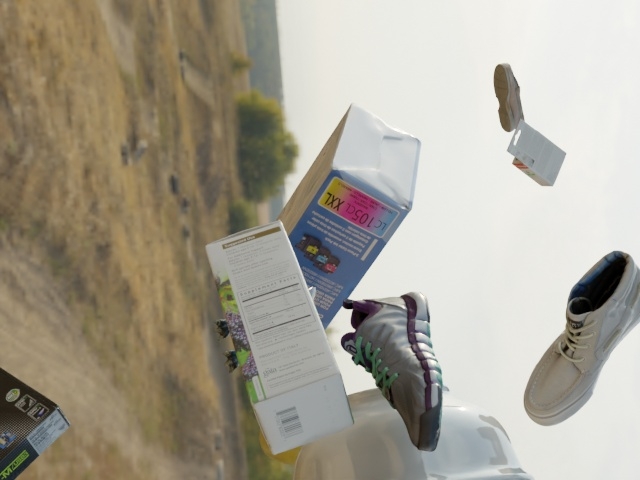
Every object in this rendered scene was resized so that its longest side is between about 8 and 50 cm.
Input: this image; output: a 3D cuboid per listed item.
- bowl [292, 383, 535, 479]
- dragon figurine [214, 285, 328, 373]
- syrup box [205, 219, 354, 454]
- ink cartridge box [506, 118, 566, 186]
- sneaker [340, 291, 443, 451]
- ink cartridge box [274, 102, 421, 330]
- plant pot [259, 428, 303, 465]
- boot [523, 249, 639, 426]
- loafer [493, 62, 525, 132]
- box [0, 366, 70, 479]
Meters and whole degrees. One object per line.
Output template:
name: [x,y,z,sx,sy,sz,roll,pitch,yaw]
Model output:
bowl: [0.095,0.248,1.280,0.298,0.298,0.134,94,-11,-71]
dragon figurine: [-0.041,0.110,1.423,0.289,0.144,0.085,-25,103,-62]
syrup box: [-0.047,0.097,1.151,0.093,0.096,0.237,76,-7,-45]
ink cartridge box: [0.336,-0.139,1.717,0.029,0.115,0.062,5,-113,58]
sneaker: [0.071,0.136,1.124,0.223,0.098,0.083,-93,-176,-59]
ink cartridge box: [0.000,0.000,1.812,0.395,0.151,0.270,-54,-171,30]
plant pot: [-0.036,0.380,2.078,0.095,0.134,0.134,26,-54,53]
boot: [0.352,0.128,1.481,0.095,0.258,0.123,31,-9,41]
loafer: [0.319,-0.244,1.815,0.045,0.039,0.125,39,-33,53]
box: [-0.423,0.239,1.280,0.184,0.191,0.045,24,-33,38]
